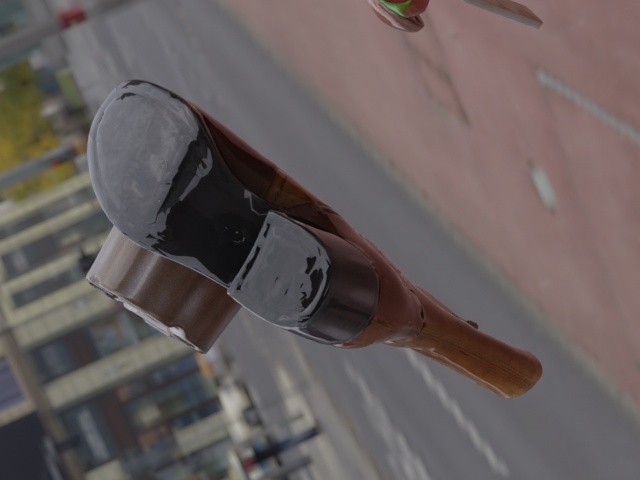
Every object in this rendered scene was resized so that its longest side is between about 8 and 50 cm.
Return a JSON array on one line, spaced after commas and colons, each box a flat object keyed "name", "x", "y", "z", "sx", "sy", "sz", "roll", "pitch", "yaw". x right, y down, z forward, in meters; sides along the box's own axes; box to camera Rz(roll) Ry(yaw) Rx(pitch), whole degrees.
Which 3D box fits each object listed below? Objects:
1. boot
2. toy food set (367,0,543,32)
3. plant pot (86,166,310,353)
[{"name": "boot", "x": 0.000, "y": 0.000, "z": 1.263, "sx": 0.264, "sy": 0.096, "sz": 0.280, "roll": 30, "pitch": -175, "yaw": 35}, {"name": "toy food set", "x": 0.037, "y": -0.200, "z": 1.270, "sx": 0.218, "sy": 0.071, "sz": 0.128, "roll": 47, "pitch": -159, "yaw": 19}, {"name": "plant pot", "x": -0.110, "y": -0.002, "z": 1.607, "sx": 0.167, "sy": 0.165, "sz": 0.167, "roll": 33, "pitch": 172, "yaw": 5}]
